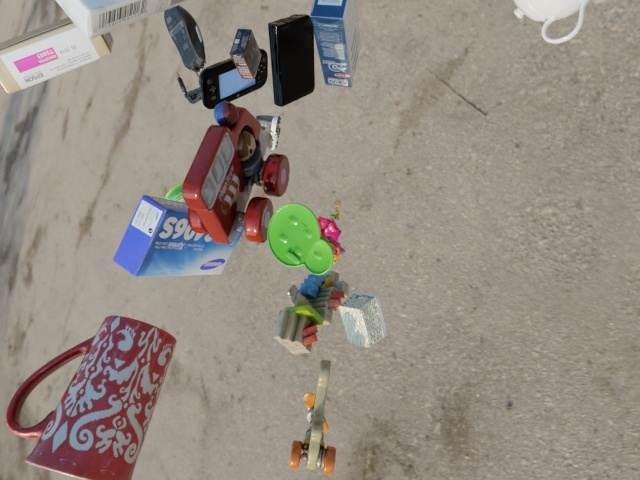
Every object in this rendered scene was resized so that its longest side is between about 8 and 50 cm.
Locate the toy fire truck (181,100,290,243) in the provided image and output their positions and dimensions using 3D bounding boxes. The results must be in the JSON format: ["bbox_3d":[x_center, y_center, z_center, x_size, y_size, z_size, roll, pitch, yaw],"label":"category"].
[{"bbox_3d":[-0.185,-0.150,1.041,0.169,0.254,0.303,10,61,12],"label":"toy fire truck"}]

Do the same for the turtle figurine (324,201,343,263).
[{"bbox_3d":[0.032,-0.009,1.960,0.087,0.218,0.270,-1,43,11],"label":"turtle figurine"}]

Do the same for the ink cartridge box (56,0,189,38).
[{"bbox_3d":[-0.448,-0.627,0.977,0.385,0.308,0.091,52,149,-4],"label":"ink cartridge box"}]

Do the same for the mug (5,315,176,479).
[{"bbox_3d":[-0.255,0.174,0.561,0.113,0.150,0.170,-24,42,51],"label":"mug"}]

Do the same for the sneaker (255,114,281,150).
[{"bbox_3d":[-0.201,-0.400,1.788,0.234,0.106,0.078,123,159,-78],"label":"sneaker"}]

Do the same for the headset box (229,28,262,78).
[{"bbox_3d":[-0.148,-0.370,0.984,0.032,0.083,0.062,9,71,14],"label":"headset box"}]

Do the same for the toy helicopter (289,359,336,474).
[{"bbox_3d":[-0.004,0.567,1.619,0.235,0.140,0.356,-4,-77,-88],"label":"toy helicopter"}]

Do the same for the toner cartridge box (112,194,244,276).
[{"bbox_3d":[-0.325,-0.002,1.196,0.075,0.347,0.165,31,99,19],"label":"toner cartridge box"}]

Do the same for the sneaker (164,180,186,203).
[{"bbox_3d":[-0.414,-0.145,1.784,0.109,0.295,0.124,-55,45,45],"label":"sneaker"}]

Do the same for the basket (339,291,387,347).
[{"bbox_3d":[0.147,0.278,1.712,0.113,0.103,0.168,2,115,45],"label":"basket"}]

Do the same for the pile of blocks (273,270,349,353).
[{"bbox_3d":[-0.005,0.177,1.429,0.112,0.149,0.362,-11,25,30],"label":"pile of blocks"}]

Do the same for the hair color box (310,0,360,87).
[{"bbox_3d":[0.056,-0.667,1.578,0.105,0.347,0.174,10,75,11],"label":"hair color box"}]

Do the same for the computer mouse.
[{"bbox_3d":[-0.372,-0.525,1.395,0.184,0.060,0.262,-14,104,53],"label":"computer mouse"}]

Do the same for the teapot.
[{"bbox_3d":[0.652,-0.729,1.430,0.187,0.252,0.256,-45,16,35],"label":"teapot"}]

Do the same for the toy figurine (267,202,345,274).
[{"bbox_3d":[0.000,0.000,1.043,0.173,0.159,0.130,39,111,25],"label":"toy figurine"}]

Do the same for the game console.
[{"bbox_3d":[-0.149,-0.419,1.233,0.043,0.361,0.213,33,142,32],"label":"game console"}]

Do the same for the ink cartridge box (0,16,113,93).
[{"bbox_3d":[-0.586,-0.424,1.079,0.234,0.088,0.193,-24,35,-6],"label":"ink cartridge box"}]
